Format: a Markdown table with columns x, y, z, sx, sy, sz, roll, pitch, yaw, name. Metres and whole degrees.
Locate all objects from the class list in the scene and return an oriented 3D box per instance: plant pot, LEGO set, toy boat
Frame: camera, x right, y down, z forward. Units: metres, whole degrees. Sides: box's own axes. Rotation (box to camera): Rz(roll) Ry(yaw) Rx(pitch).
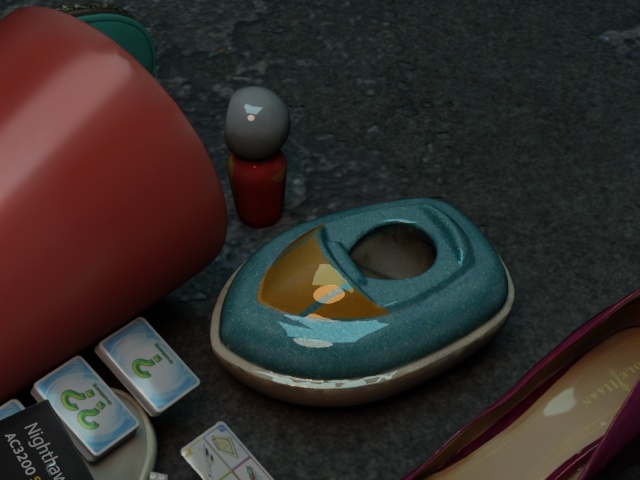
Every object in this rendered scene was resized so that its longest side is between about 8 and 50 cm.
| x | y | z | sx | sy | sz | roll | pitch | yaw | name |
| --- | --- | --- | --- | --- | --- | --- | --- | --- | --- |
| -0.250 | -0.008 | 1.137 | 0.275 | 0.275 | 0.243 | 28 | 57 | 26 | plant pot |
| -0.120 | 0.180 | 1.065 | 0.244 | 0.060 | 0.182 | 48 | 50 | 12 | LEGO set |
| 0.000 | 0.000 | 1.241 | 0.267 | 0.148 | 0.318 | -22 | 49 | -20 | toy boat |

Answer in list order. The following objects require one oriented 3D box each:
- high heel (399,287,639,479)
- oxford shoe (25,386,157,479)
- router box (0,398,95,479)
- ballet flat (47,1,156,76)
| x | y | z | sx | sy | sz | roll | pitch | yaw | name |
| --- | --- | --- | --- | --- | --- | --- | --- | --- | --- |
| 0.135 | 0.156 | 1.057 | 0.377 | 0.181 | 0.127 | -33 | 53 | -28 | high heel |
| -0.318 | 0.221 | 1.036 | 0.449 | 0.130 | 0.169 | -24 | 46 | -25 | oxford shoe |
| -0.212 | 0.284 | 0.888 | 0.243 | 0.081 | 0.309 | -24 | 63 | -25 | router box |
| -0.357 | -0.075 | 1.333 | 0.182 | 0.164 | 0.483 | 3 | 41 | 38 | ballet flat |
